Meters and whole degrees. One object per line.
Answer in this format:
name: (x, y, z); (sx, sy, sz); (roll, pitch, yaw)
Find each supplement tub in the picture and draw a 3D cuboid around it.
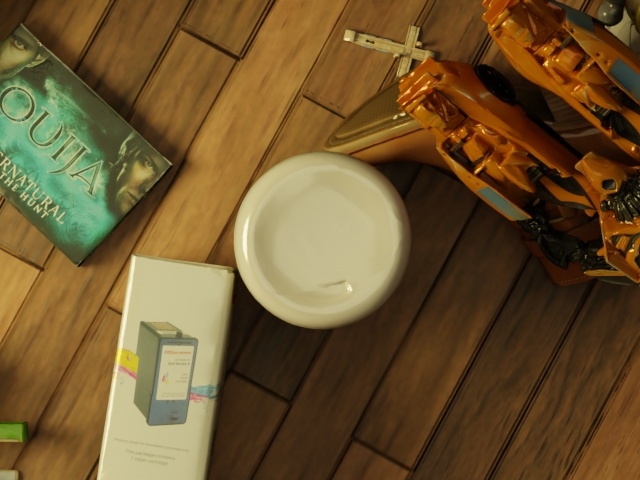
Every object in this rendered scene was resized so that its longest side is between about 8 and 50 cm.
supplement tub: (0.000, 0.000, 1.678); (0.144, 0.199, 0.144); (0, 90, -1)

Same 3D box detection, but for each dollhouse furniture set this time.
dollhouse furniture set: (-0.287, 0.233, 1.723); (0.058, 0.076, 0.152); (2, 87, -1)

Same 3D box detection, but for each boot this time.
boot: (0.165, -0.057, 1.747); (0.283, 0.109, 0.220); (-19, 118, 17)

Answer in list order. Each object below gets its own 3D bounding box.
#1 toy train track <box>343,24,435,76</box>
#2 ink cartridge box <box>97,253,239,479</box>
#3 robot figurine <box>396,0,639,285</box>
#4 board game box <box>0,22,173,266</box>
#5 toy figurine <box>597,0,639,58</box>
toy train track: (0.062, -0.174, 1.782); (0.083, 0.014, 0.048); (14, 87, -1)
ink cartridge box: (-0.128, 0.121, 1.694); (0.093, 0.154, 0.212); (10, 88, -1)
robot figurine: (0.215, -0.075, 1.618); (0.291, 0.085, 0.211); (37, 118, -15)
board game box: (-0.240, -0.085, 1.761); (0.186, 0.026, 0.126); (43, 87, 0)
toy figurine: (0.335, -0.220, 1.686); (0.209, 0.213, 0.148); (-34, 51, -3)
